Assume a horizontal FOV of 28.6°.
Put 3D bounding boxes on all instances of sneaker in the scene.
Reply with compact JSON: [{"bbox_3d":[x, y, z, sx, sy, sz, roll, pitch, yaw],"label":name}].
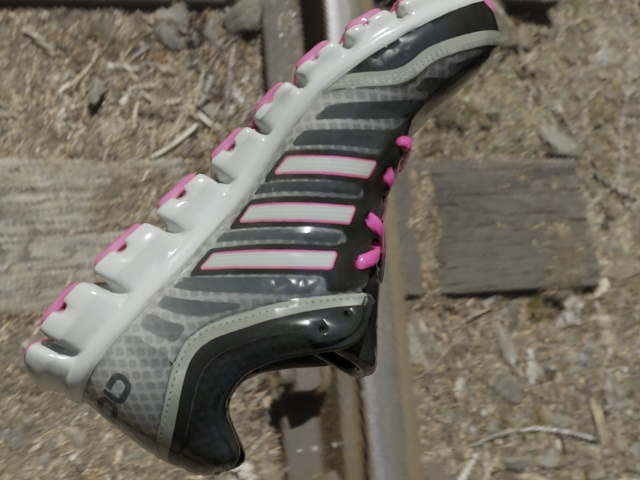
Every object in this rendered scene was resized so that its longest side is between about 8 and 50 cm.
[{"bbox_3d":[0.000,0.000,0.361,0.075,0.063,0.170,44,81,5],"label":"sneaker"}]
